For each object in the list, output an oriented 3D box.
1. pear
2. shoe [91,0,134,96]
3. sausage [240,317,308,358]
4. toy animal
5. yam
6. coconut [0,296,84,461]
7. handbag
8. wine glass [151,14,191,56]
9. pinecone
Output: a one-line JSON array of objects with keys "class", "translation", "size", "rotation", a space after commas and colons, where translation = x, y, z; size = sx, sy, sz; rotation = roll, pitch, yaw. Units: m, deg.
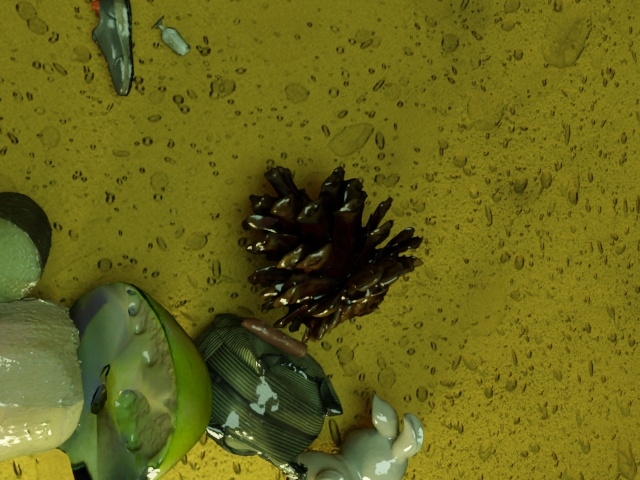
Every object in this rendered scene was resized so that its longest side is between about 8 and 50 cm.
[{"class": "pear", "translation": [-0.347, 0.285, 1.450], "size": [0.165, 0.398, 0.399], "rotation": [16, 91, -51]}, {"class": "shoe", "translation": [-0.402, -0.377, 1.472], "size": [0.077, 0.074, 0.195], "rotation": [-2, 95, -11]}, {"class": "sausage", "translation": [-0.092, 0.197, 1.547], "size": [0.157, 0.042, 0.036], "rotation": [31, 44, -24]}, {"class": "toy animal", "translation": [0.081, 0.507, 1.716], "size": [0.309, 0.183, 0.247], "rotation": [-22, 138, -16]}, {"class": "yam", "translation": [-0.564, 0.007, 1.355], "size": [0.161, 0.268, 0.161], "rotation": [-4, 105, -14]}, {"class": "coconut", "translation": [-0.576, 0.250, 1.348], "size": [0.254, 0.297, 0.297], "rotation": [9, 93, -35]}, {"class": "handbag", "translation": [-0.119, 0.328, 1.589], "size": [0.340, 0.240, 0.247], "rotation": [35, 86, -24]}, {"class": "wine glass", "translation": [-0.297, -0.409, 1.527], "size": [0.039, 0.042, 0.083], "rotation": [-34, 117, 25]}, {"class": "pinecone", "translation": [0.000, 0.000, 1.546], "size": [0.384, 0.384, 0.385], "rotation": [-3, 98, -22]}]
